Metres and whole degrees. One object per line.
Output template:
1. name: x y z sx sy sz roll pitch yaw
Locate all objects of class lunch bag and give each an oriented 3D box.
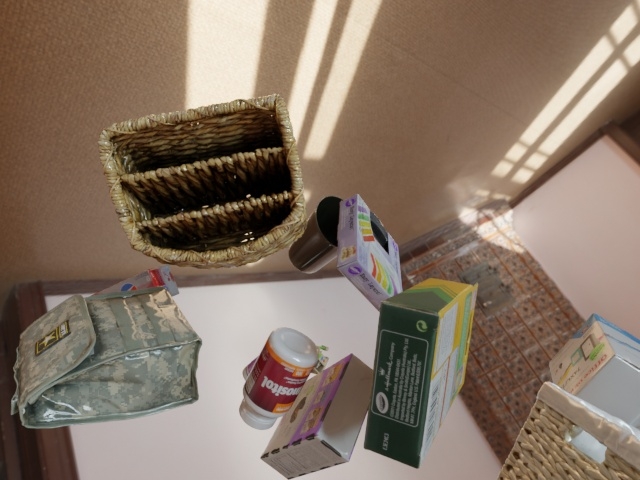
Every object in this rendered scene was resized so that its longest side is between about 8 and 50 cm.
1. lunch bag: -0.399 0.207 0.803 0.287 0.235 0.168 -5 111 -33

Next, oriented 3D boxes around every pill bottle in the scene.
1. pill bottle: -0.070 0.222 0.691 0.086 0.086 0.152 6 117 -50

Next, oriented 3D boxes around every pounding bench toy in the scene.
1. pounding bench toy: -0.015 0.302 1.157 0.052 0.083 0.065 1 137 36

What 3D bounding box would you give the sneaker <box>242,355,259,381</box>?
1. sneaker: -0.079 0.427 1.313 0.161 0.102 0.282 -43 115 14

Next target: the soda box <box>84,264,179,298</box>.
1. soda box: -0.520 0.154 1.181 0.263 0.092 0.083 -23 179 20

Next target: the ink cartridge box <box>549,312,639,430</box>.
1. ink cartridge box: 0.719 0.348 1.062 0.198 0.197 0.270 -61 166 21

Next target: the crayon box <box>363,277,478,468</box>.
1. crayon box: 0.172 0.176 0.687 0.083 0.203 0.323 9 -174 28

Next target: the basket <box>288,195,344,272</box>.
1. basket: 0.000 0.000 1.408 0.154 0.204 0.227 21 138 -20

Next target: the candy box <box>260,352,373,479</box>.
1. candy box: -0.001 0.311 0.763 0.196 0.070 0.165 -45 -173 43

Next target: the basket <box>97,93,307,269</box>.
1. basket: -0.177 -0.074 0.723 0.299 0.213 0.223 -10 164 -4

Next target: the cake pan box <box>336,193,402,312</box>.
1. cake pan box: 0.137 0.038 1.185 0.070 0.266 0.245 -23 128 24

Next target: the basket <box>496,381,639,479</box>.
1. basket: 0.546 0.475 0.752 0.266 0.331 0.328 -60 -173 1
